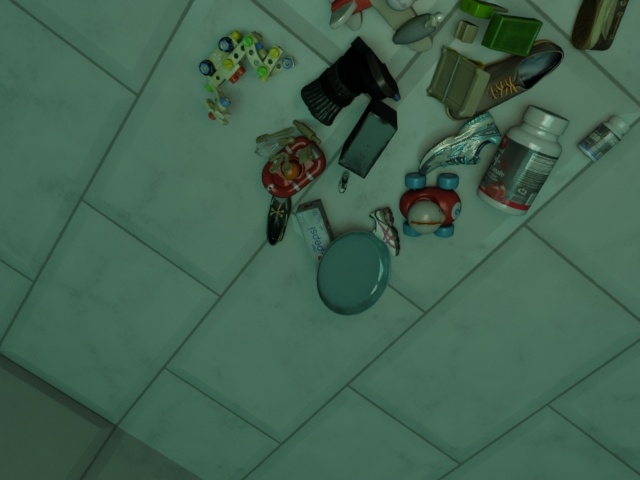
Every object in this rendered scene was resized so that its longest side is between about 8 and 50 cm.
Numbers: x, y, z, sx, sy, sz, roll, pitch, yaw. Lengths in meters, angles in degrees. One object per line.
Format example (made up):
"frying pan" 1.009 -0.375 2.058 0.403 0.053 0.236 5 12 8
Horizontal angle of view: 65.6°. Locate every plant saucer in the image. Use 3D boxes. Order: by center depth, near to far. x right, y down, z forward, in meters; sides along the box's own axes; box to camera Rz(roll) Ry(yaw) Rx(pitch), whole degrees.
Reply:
"plant saucer" 0.116 0.117 1.813 0.318 0.044 0.317 -6 104 -26

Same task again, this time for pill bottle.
"pill bottle" 0.887 -0.320 1.554 0.078 0.078 0.137 39 114 -10
"pill bottle" 0.641 -0.252 1.567 0.176 0.176 0.318 20 116 -1

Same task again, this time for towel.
"towel" 0.218 -0.499 1.574 0.029 0.067 0.119 -25 109 17

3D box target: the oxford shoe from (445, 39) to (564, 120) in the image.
"oxford shoe" 0.546 -0.479 1.498 0.364 0.132 0.130 -32 107 21

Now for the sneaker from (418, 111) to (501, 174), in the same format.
"sneaker" 0.447 -0.284 1.598 0.283 0.110 0.122 -36 81 22

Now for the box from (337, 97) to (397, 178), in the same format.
"box" 0.152 -0.328 1.556 0.103 0.261 0.184 28 116 -6

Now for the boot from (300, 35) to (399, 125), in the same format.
"boot" 0.079 -0.444 1.482 0.260 0.348 0.131 -39 121 17

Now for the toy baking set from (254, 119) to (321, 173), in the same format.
"toy baking set" -0.118 -0.322 1.650 0.197 0.256 0.030 -36 141 -2

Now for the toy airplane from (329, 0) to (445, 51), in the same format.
"toy airplane" 0.177 -0.707 1.365 0.386 0.272 0.384 0 139 -10

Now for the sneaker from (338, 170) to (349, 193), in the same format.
"sneaker" 0.080 -0.202 1.751 0.032 0.037 0.083 12 118 1

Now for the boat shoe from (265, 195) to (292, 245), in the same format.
"boat shoe" -0.153 -0.089 1.821 0.081 0.068 0.227 11 116 4

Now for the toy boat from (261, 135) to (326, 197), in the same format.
"toy boat" -0.098 -0.240 1.683 0.231 0.151 0.151 -38 99 15

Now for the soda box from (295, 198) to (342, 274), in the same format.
"soda box" 0.000 0.000 1.824 0.091 0.098 0.286 -15 113 12

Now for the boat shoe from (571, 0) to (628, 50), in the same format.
"boat shoe" 0.821 -0.702 1.372 0.123 0.123 0.342 4 116 -9

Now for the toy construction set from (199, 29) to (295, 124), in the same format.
"toy construction set" -0.263 -0.535 1.594 0.328 0.151 0.215 -42 104 12

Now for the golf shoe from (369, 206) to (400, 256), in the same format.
"golf shoe" 0.236 -0.027 1.798 0.086 0.067 0.186 -14 103 19

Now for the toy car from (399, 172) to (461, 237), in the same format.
"toy car" 0.370 -0.087 1.651 0.210 0.238 0.219 2 116 7

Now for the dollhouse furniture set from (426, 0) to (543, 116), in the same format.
"dollhouse furniture set" 0.474 -0.534 1.479 0.151 0.197 0.301 -4 130 -27
